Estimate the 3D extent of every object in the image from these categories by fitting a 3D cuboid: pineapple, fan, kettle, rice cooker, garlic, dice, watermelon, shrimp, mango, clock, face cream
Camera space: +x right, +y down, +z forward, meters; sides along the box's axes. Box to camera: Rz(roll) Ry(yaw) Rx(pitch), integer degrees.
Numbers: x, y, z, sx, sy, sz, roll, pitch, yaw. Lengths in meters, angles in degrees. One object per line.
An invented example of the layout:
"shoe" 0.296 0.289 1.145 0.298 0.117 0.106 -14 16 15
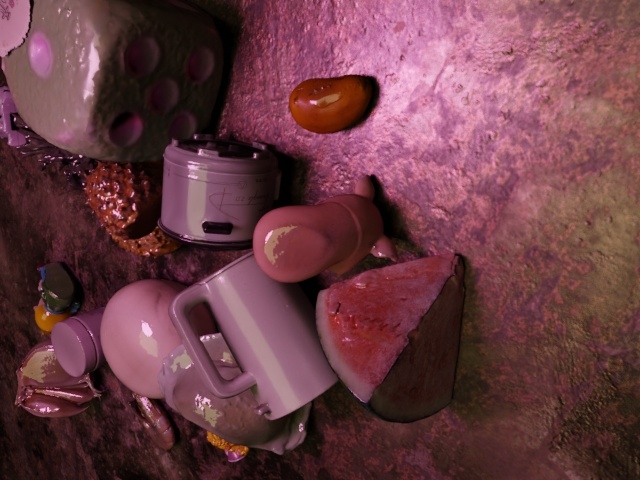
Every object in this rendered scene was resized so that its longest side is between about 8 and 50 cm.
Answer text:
"pineapple" -0.490 -0.156 1.141 0.364 0.165 0.165 39 124 12
"fan" -0.664 -0.534 0.979 0.415 0.012 0.233 50 123 4
"kettle" -0.126 0.198 1.107 0.265 0.205 0.318 -29 87 -7
"rice cooker" -0.204 -0.087 1.082 0.280 0.241 0.227 -121 37 -67
"garlic" -0.853 0.449 1.728 0.210 0.292 0.237 101 161 -58
"dice" -0.415 -0.361 1.087 0.322 0.330 0.318 35 118 22
"watermelon" 0.152 0.174 0.996 0.283 0.292 0.250 57 173 36
"shrimp" -0.527 0.531 1.629 0.254 0.059 0.145 50 136 6
"mango" 0.015 -0.247 0.968 0.159 0.084 0.105 -1 110 36
"clock" -0.961 -0.387 1.622 0.117 0.080 0.176 24 119 28
"face cream" -0.703 0.306 1.620 0.177 0.153 0.177 10 109 31

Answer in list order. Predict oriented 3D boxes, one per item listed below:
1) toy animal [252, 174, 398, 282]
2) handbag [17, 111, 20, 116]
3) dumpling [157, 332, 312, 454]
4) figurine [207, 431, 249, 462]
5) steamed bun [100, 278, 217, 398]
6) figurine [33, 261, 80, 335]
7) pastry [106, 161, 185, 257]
"toy animal" -0.001 -0.010 0.972 0.154 0.250 0.166 176 77 -79
"handbag" -0.708 -0.351 1.412 0.225 0.146 0.135 13 115 34
"dumpling" -0.188 0.367 1.219 0.270 0.320 0.212 -42 38 29
"figurine" -0.239 0.499 1.384 0.115 0.095 0.156 -19 97 49
"steamed bun" -0.435 0.258 1.379 0.324 0.206 0.324 12 112 31
"figurine" -0.877 0.192 1.732 0.185 0.127 0.234 52 137 16
"pastry" -0.446 -0.103 1.297 0.255 0.162 0.311 0 103 38
